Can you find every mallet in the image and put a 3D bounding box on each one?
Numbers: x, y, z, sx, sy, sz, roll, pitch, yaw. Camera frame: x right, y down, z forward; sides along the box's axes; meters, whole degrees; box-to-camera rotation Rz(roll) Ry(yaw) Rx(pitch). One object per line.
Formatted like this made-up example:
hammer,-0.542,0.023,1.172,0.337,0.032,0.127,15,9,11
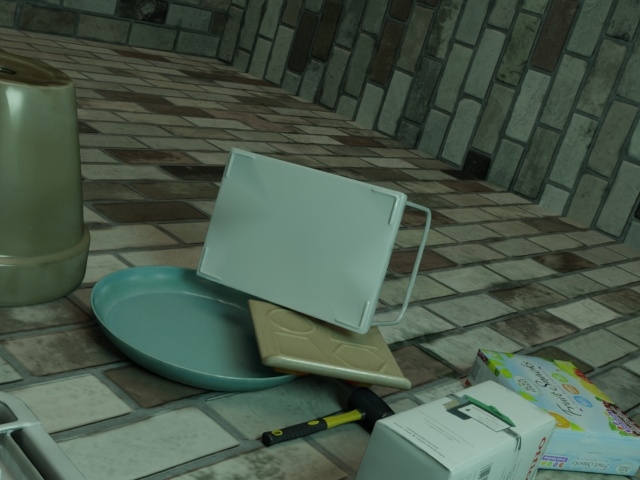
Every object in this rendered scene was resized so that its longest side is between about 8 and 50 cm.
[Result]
mallet,0.015,0.225,1.027,0.062,0.039,0.189,33,28,34

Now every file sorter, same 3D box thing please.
file sorter,0.000,0.000,1.246,0.277,0.193,0.173,17,4,26

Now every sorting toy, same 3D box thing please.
sorting toy,0.003,0.141,1.126,0.193,0.038,0.208,13,13,-15

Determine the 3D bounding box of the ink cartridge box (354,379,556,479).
ink cartridge box,0.129,0.245,0.858,0.092,0.160,0.219,30,20,34

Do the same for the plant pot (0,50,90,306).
plant pot,-0.456,-0.104,1.163,0.323,0.280,0.323,16,18,-6

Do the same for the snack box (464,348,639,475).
snack box,0.330,0.240,1.208,0.174,0.070,0.207,11,18,-21

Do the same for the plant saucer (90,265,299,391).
plant saucer,-0.155,0.120,1.158,0.317,0.044,0.317,16,18,-5

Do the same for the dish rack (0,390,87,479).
dish rack,-0.317,0.211,0.617,0.285,0.072,0.332,1,14,-40
